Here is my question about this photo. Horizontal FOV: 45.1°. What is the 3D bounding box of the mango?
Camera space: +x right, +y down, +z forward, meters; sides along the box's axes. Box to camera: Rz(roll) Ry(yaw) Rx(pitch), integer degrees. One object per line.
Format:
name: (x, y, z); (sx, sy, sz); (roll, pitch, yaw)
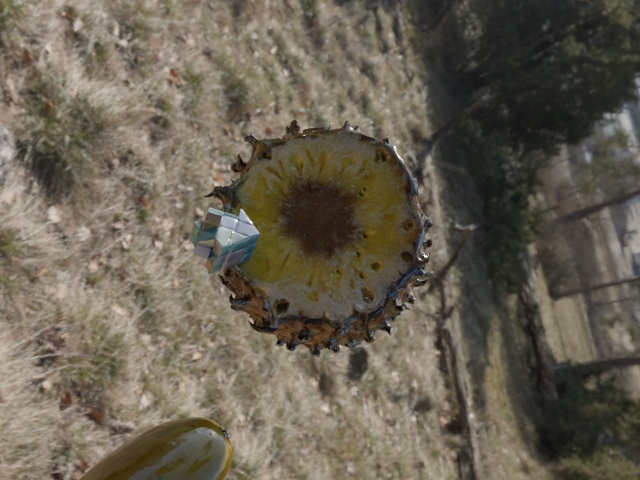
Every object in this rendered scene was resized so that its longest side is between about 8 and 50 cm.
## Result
mango: (-0.206, 0.283, 0.836); (0.253, 0.138, 0.113); (-31, 87, -33)

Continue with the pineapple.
pineapple: (-0.002, 0.002, 1.174); (0.300, 0.352, 0.352); (112, -33, -78)

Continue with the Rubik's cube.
Rubik's cube: (-0.130, -0.008, 0.986); (0.084, 0.075, 0.073); (-8, 57, -47)
